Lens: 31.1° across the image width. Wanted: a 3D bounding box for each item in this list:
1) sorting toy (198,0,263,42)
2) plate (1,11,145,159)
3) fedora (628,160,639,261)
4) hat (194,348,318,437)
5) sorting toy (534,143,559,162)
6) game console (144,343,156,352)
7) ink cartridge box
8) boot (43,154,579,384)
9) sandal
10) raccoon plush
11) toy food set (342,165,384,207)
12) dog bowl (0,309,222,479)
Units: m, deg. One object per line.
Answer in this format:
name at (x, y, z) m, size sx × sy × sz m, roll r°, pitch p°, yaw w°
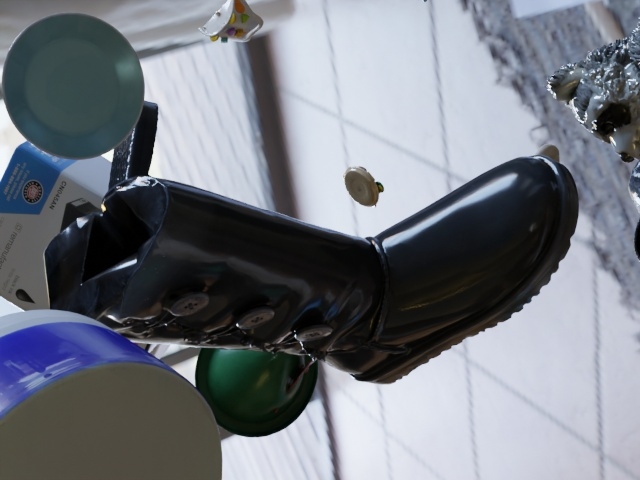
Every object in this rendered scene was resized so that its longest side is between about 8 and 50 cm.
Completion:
sorting toy at (-0.126, -0.323, 1.735) m, size 0.083 × 0.075 × 0.045 m, roll -40°, pitch 59°, yaw 31°
plate at (-0.317, -0.197, 1.477) m, size 0.024 × 0.188 × 0.188 m, roll 6°, pitch 115°, yaw 62°
fedora at (0.622, -0.095, 1.856) m, size 0.152 × 0.334 × 0.334 m, roll 42°, pitch 168°, yaw -22°
hat at (-0.057, 0.161, 1.519) m, size 0.173 × 0.209 × 0.183 m, roll 31°, pitch 166°, yaw -11°
sorting toy at (0.335, -0.031, 1.858) m, size 0.038 × 0.193 × 0.208 m, roll 33°, pitch 165°, yaw 30°
game console at (-0.248, 0.095, 1.703) m, size 0.107 × 0.071 × 0.122 m, roll 37°, pitch 110°, yaw 34°
ink cartridge box at (-0.410, 0.024, 2.105) m, size 0.394 × 0.166 × 0.285 m, roll 31°, pitch 110°, yaw 1°
boot at (-0.001, 0.002, 1.157) m, size 0.367 × 0.445 × 0.146 m, roll -46°, pitch 45°, yaw 29°
sandal at (-0.288, -0.024, 1.855) m, size 0.167 × 0.107 × 0.446 m, roll -37°, pitch 43°, yaw 56°
raccoon plush at (0.516, -0.320, 1.623) m, size 0.299 × 0.447 × 0.216 m, roll 8°, pitch 157°, yaw 46°
toy food set at (0.074, -0.094, 2.008) m, size 0.083 × 0.020 × 0.083 m, roll 50°, pitch 147°, yaw 6°
dog bowl at (-0.202, 0.191, 0.844) m, size 0.104 × 0.265 × 0.265 m, roll 23°, pitch 132°, yaw 41°
